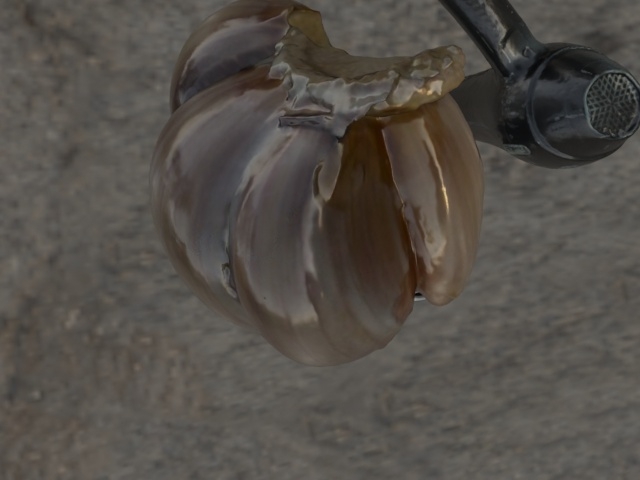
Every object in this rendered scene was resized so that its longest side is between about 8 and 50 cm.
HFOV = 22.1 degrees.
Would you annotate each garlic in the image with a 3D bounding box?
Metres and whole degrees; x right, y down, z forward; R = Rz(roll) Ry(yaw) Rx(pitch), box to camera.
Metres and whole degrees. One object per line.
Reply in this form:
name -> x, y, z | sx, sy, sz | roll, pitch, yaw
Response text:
garlic -> -0.020, -0.030, 0.906 | 0.214, 0.160, 0.191 | 27, 133, 36

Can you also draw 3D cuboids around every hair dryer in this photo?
hair dryer -> 0.099, -0.165, 1.184 | 0.271, 0.091, 0.235 | 51, 164, -20

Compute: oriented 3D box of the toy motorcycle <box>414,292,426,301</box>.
toy motorcycle -> 0.000, 0.000, 1.262 | 0.307, 0.173, 0.108 | 133, 133, -68
